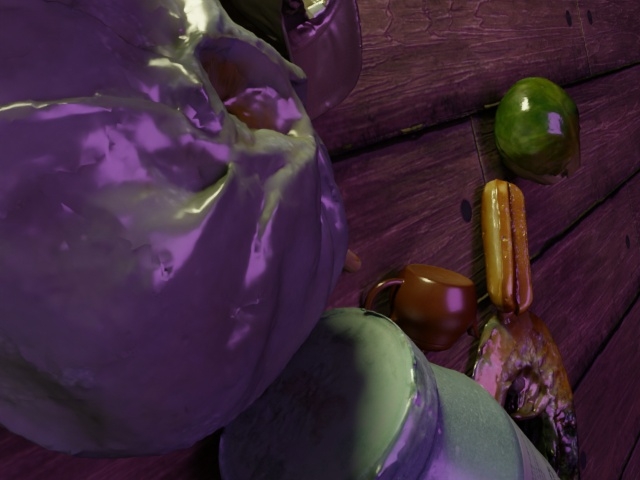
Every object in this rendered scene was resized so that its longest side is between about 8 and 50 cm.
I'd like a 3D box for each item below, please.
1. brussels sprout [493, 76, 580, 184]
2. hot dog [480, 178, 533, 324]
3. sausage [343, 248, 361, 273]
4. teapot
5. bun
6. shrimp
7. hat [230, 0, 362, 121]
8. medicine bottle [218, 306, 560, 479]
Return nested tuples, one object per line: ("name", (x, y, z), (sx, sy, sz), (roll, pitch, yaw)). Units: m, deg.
("brussels sprout", (0.363, -0.181, 1.086), (0.181, 0.143, 0.161), (61, 8, -7))
("hot dog", (0.289, 0.017, 1.019), (0.092, 0.062, 0.236), (22, 63, -40))
("sausage", (0.000, 0.000, 0.716), (0.132, 0.024, 0.024), (37, 58, -40))
("teapot", (0.131, 0.092, 0.805), (0.173, 0.116, 0.116), (9, 76, -21))
("bun", (-0.106, -0.036, 0.420), (0.354, 0.194, 0.355), (40, 37, -39))
("shrimp", (0.333, 0.331, 1.016), (0.272, 0.085, 0.446), (-17, 94, -44))
("hat", (-0.036, -0.223, 0.693), (0.166, 0.144, 0.173), (-44, 161, -46))
("medicine bottle", (0.069, 0.222, 0.602), (0.290, 0.244, 0.245), (48, 51, -31))
